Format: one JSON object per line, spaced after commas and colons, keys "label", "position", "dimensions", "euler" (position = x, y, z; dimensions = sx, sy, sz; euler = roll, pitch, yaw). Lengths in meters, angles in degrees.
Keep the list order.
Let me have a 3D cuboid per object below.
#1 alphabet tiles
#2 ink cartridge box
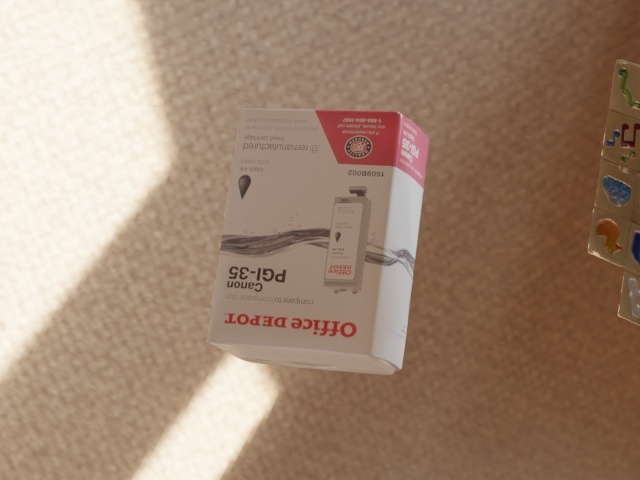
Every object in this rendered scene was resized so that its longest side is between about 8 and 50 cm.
{"label": "alphabet tiles", "position": [0.405, -0.048, 1.688], "dimensions": [0.011, 0.285, 0.343], "euler": [-10, 114, -37]}
{"label": "ink cartridge box", "position": [0.000, 0.000, 1.827], "dimensions": [0.117, 0.207, 0.283], "euler": [34, 61, -66]}
